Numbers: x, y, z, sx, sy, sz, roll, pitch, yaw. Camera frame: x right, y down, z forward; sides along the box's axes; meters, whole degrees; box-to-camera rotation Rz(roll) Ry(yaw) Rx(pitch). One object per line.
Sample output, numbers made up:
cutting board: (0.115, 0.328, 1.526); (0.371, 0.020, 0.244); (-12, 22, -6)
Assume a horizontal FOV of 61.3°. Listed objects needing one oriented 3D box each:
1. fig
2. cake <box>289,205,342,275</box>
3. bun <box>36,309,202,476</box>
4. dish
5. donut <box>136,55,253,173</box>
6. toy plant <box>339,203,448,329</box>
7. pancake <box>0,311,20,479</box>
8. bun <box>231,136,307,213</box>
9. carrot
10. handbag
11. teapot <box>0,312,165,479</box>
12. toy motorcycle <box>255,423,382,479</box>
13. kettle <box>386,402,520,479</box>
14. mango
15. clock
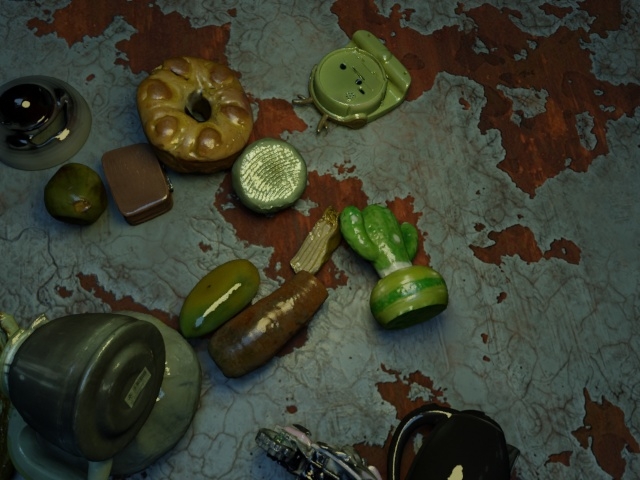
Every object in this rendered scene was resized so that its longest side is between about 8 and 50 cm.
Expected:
fig: (-0.588, -0.101, 1.303); (0.144, 0.166, 0.154); (30, 100, -29)
cake: (0.003, 0.003, 1.338); (0.080, 0.116, 0.185); (42, 68, 15)
bun: (-0.437, 0.317, 1.138); (0.362, 0.211, 0.362); (0, 71, -1)
dish: (-0.746, -0.328, 1.382); (0.273, 0.134, 0.273); (2, 72, -5)
donut: (-0.315, -0.319, 1.380); (0.299, 0.150, 0.317); (24, 59, -1)
toy plant: (0.177, 0.044, 1.310); (0.224, 0.184, 0.316); (-3, 62, -35)
pancake: (-0.679, 0.342, 1.158); (0.197, 0.054, 0.376); (-1, 83, 34)
bun: (-0.133, -0.160, 1.375); (0.195, 0.118, 0.195); (1, 88, -21)
carrot: (-0.120, 0.193, 1.250); (0.139, 0.139, 0.302); (44, 73, 11)
handbag: (-0.460, -0.150, 1.375); (0.151, 0.072, 0.193); (-23, 72, -12)
teapot: (-0.428, 0.269, 0.964); (0.239, 0.321, 0.239); (11, 31, 17)
toy motorcycle: (0.015, 0.494, 1.149); (0.327, 0.188, 0.143); (25, 81, 20)
kettle: (0.271, 0.491, 1.154); (0.268, 0.207, 0.290); (13, 59, 24)
mango: (-0.242, 0.131, 1.262); (0.237, 0.091, 0.137); (-36, 38, -27)
clock: (0.078, -0.426, 1.501); (0.308, 0.096, 0.235); (-37, 78, -14)
